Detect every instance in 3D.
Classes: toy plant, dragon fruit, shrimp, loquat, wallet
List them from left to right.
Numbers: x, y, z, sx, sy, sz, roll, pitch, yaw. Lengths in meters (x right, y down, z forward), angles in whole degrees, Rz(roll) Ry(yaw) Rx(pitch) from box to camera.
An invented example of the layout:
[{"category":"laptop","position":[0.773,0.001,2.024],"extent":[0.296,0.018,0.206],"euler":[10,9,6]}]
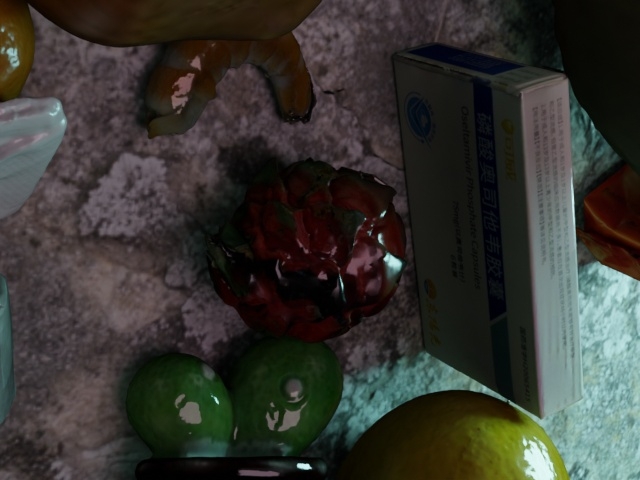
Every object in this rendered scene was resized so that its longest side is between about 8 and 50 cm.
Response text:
[{"category":"wallet","position":[-0.264,-0.049,0.924],"extent":[0.124,0.183,0.032],"euler":[-15,75,-32]},{"category":"shrimp","position":[-0.079,-0.130,1.104],"extent":[0.161,0.049,0.166],"euler":[-56,136,-9]},{"category":"toy plant","position":[-0.076,0.197,1.145],"extent":[0.218,0.175,0.235],"euler":[6,77,-31]},{"category":"dragon fruit","position":[-0.005,0.006,1.120],"extent":[0.188,0.182,0.182],"euler":[-45,126,-13]},{"category":"loquat","position":[0.145,0.283,1.257],"extent":[0.274,0.275,0.275],"euler":[-13,113,-32]}]

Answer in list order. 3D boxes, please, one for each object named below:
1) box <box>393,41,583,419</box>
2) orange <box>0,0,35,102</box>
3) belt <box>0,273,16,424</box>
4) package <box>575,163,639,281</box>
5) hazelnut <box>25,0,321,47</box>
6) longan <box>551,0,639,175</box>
[{"category":"box","position":[0.168,-0.013,1.218],"extent":[0.065,0.200,0.343],"euler":[-20,116,-26]},{"category":"orange","position":[-0.283,-0.145,0.887],"extent":[0.159,0.136,0.159],"euler":[-15,117,-32]},{"category":"belt","position":[-0.362,0.096,0.854],"extent":[0.323,0.227,0.115],"euler":[-10,114,-31]},{"category":"package","position":[0.501,-0.079,1.438],"extent":[0.423,0.196,0.123],"euler":[-38,128,-21]},{"category":"hazelnut","position":[-0.110,-0.314,0.856],"extent":[0.372,0.315,0.372],"euler":[1,84,-15]},{"category":"longan","position":[0.429,-0.254,1.206],"extent":[0.404,0.404,0.436],"euler":[-1,129,-36]}]
